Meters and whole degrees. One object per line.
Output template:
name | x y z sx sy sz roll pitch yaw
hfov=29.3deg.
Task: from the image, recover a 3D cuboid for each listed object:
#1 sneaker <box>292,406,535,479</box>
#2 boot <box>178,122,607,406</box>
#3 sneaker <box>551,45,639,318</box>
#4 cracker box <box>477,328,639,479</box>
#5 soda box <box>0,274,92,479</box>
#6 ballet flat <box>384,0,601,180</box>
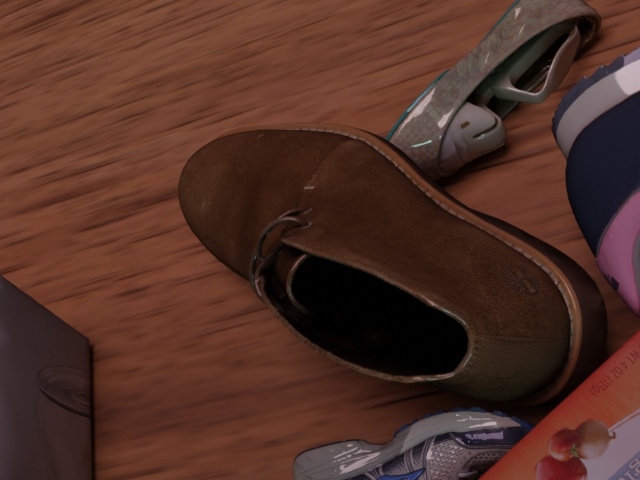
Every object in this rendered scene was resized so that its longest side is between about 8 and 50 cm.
sneaker | 0.050 0.123 0.603 0.135 0.052 0.058 -22 57 28
boot | 0.000 0.000 0.658 0.305 0.115 0.112 26 107 45
sneaker | 0.260 -0.060 0.547 0.319 0.112 0.131 -28 53 34
cracker box | 0.161 0.159 0.482 0.155 0.067 0.232 -43 45 -2
soda box | -0.191 0.163 0.691 0.091 0.098 0.286 -26 46 17
ballet flat | 0.100 -0.085 0.718 0.052 0.057 0.168 36 82 35
